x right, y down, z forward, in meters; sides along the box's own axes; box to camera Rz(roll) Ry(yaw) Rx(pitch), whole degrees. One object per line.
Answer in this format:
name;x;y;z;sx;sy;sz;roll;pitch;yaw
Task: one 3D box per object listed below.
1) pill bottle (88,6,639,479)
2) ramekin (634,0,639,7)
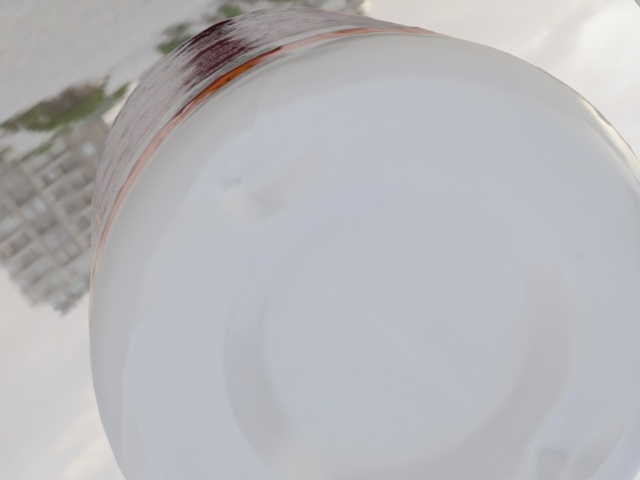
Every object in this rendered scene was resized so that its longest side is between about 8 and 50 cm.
pill bottle;0.000;0.000;0.678;0.224;0.224;0.392;-35;-165;-1
ramekin;0.312;-0.215;0.880;0.272;0.127;0.273;-33;157;-16
